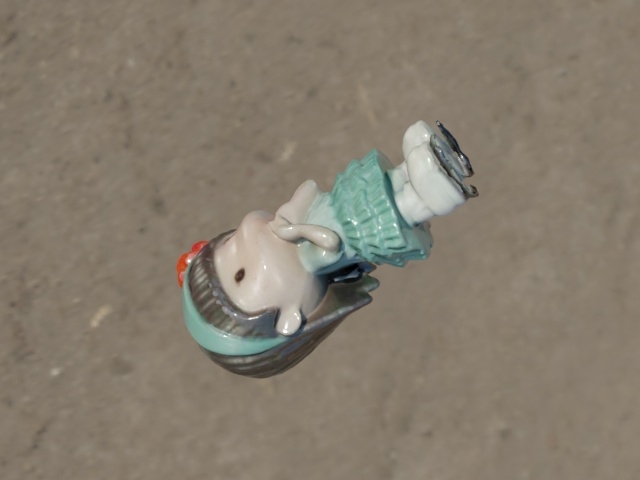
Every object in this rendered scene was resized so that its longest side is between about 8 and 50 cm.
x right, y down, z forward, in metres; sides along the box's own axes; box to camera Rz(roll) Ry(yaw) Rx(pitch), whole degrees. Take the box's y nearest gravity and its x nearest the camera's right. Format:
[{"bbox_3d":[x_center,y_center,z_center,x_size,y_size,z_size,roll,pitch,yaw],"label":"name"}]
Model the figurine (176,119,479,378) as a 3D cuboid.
[{"bbox_3d":[0.000,0.000,0.574,0.047,0.106,0.060,42,20,-40],"label":"figurine"}]
